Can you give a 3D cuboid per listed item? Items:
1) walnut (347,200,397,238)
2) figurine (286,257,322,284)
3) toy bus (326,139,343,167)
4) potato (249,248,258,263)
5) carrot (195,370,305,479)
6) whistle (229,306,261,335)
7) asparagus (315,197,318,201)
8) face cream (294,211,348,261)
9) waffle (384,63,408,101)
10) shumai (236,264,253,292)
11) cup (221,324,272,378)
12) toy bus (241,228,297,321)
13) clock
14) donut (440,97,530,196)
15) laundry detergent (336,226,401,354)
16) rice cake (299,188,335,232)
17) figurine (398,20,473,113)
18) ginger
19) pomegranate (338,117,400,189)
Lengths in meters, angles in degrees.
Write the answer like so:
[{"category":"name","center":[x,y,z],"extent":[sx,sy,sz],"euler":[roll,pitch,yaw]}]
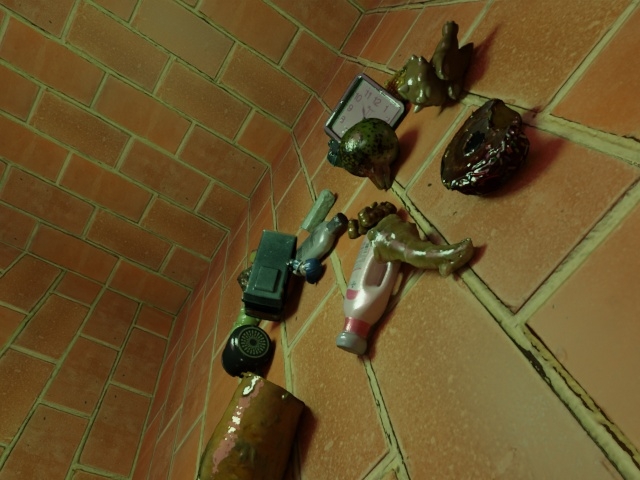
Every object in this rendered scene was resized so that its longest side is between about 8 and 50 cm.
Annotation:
[{"category":"walnut","center":[0.145,-0.065,1.317],"extent":[0.143,0.069,0.170],"euler":[-43,-12,36]},{"category":"figurine","center":[-0.056,0.102,1.654],"extent":[0.149,0.086,0.087],"euler":[14,55,47]},{"category":"toy bus","center":[0.114,-0.432,1.897],"extent":[0.262,0.109,0.091],"euler":[-61,42,27]},{"category":"potato","center":[-0.325,0.099,2.383],"extent":[0.096,0.066,0.103],"euler":[-16,37,30]},{"category":"carrot","center":[-0.181,0.545,1.195],"extent":[0.224,0.224,0.341],"euler":[-22,38,61]},{"category":"whistle","center":[-0.341,0.399,1.982],"extent":[0.228,0.105,0.085],"euler":[-64,-11,0]},{"category":"asparagus","center":[-0.023,-0.137,2.029],"extent":[0.016,0.016,0.163],"euler":[113,171,-52]},{"category":"face cream","center":[0.000,0.000,1.697],"extent":[0.291,0.070,0.144],"euler":[-47,27,37]},{"category":"waffle","center":[0.294,-0.587,1.798],"extent":[0.261,0.056,0.250],"euler":[-22,43,59]},{"category":"shumai","center":[-0.260,0.191,2.019],"extent":[0.185,0.184,0.218],"euler":[-28,3,-10]},{"category":"cup","center":[-0.271,0.438,1.676],"extent":[0.177,0.169,0.223],"euler":[-49,53,41]},{"category":"toy bus","center":[-0.191,0.132,1.778],"extent":[0.194,0.161,0.324],"euler":[99,-177,-54]},{"category":"clock","center":[0.167,-0.467,1.753],"extent":[0.273,0.049,0.279],"euler":[48,114,26]},{"category":"donut","center":[0.366,-0.193,1.009],"extent":[0.216,0.095,0.230],"euler":[-55,20,25]},{"category":"laundry detergent","center":[0.128,0.127,1.180],"extent":[0.159,0.087,0.336],"euler":[-13,52,56]},{"category":"rice cake","center":[-0.009,-0.119,1.897],"extent":[0.207,0.063,0.069],"euler":[-59,25,9]},{"category":"figurine","center":[0.343,-0.512,1.388],"extent":[0.172,0.177,0.248],"euler":[-1,72,47]},{"category":"ginger","center":[0.227,0.009,1.052],"extent":[0.294,0.086,0.131],"euler":[11,64,49]},{"category":"pomegranate","center":[0.174,-0.276,1.516],"extent":[0.214,0.214,0.248],"euler":[-38,67,48]}]
